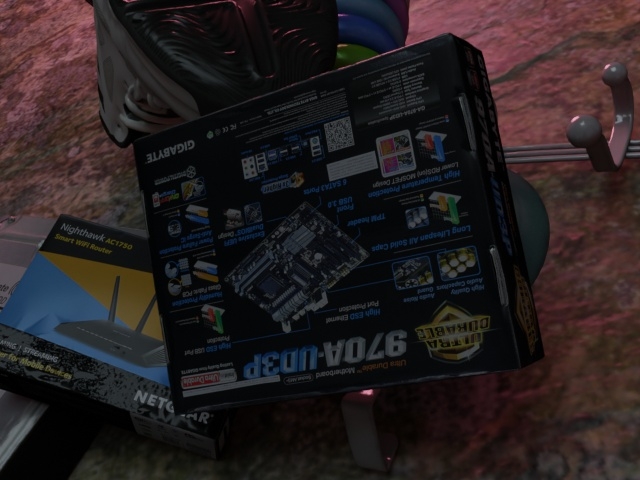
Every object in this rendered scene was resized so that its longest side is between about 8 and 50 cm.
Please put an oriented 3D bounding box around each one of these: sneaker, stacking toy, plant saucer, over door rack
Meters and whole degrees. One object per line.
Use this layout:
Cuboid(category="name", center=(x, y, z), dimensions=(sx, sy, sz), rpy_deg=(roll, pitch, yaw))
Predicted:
Cuboid(category="sneaker", center=(-0.108, -0.155, 0.744), dimensions=(0.169, 0.257, 0.447), rpy_deg=(-13, 43, -18))
Cuboid(category="stacking toy", center=(0.016, -0.120, 0.710), dimensions=(0.141, 0.141, 0.330), rpy_deg=(-15, 46, 16))
Cuboid(category="plant saucer", center=(0.076, -0.002, 0.499), dimensions=(0.119, 0.021, 0.119), rpy_deg=(-15, 56, 24))
Cuboid(category="over door rack", center=(0.166, -0.006, 0.519), dimensions=(0.239, 0.108, 0.324), rpy_deg=(0, 48, 31))

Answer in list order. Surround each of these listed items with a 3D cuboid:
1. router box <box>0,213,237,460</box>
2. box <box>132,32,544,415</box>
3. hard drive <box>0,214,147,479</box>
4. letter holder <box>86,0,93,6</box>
Cuboid(category="router box", center=(-0.134, 0.065, 0.599), dimensions=(0.179, 0.046, 0.133), rpy_deg=(16, 56, 7))
Cuboid(category="box", center=(0.000, 0.000, 0.477), dimensions=(0.220, 0.051, 0.175), rpy_deg=(-14, 83, 27))
Cuboid(category="hard drive", center=(-0.279, 0.123, 0.672), dimensions=(0.237, 0.064, 0.339), rpy_deg=(7, 51, 34))
Cuboid(category="letter holder", center=(-0.194, -0.427, 1.010), dimensions=(0.152, 0.214, 0.302), rpy_deg=(-7, 57, 38))
